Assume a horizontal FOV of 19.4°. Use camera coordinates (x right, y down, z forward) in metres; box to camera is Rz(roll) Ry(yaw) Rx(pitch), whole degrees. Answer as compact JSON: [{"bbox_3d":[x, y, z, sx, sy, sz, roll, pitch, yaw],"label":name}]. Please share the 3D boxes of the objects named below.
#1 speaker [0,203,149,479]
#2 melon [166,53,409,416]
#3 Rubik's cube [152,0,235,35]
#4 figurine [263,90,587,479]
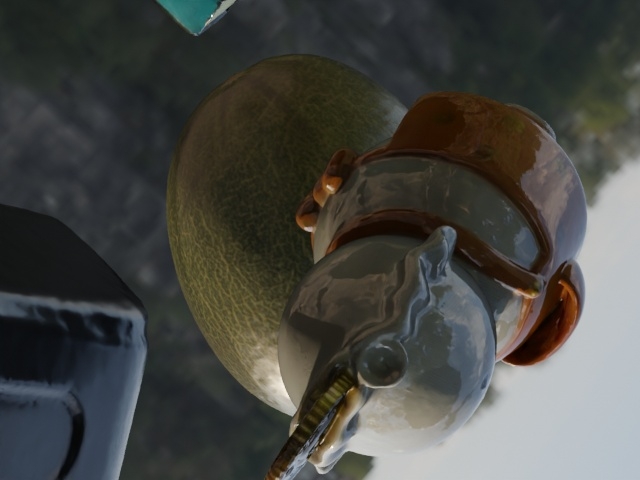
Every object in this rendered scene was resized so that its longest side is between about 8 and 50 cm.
[{"bbox_3d":[-0.162,0.072,0.744,0.388,0.184,0.180,14,89,-69],"label":"speaker"},{"bbox_3d":[0.000,0.000,1.492,0.237,0.302,0.237,-23,-166,6],"label":"melon"},{"bbox_3d":[-0.042,-0.222,0.906,0.155,0.151,0.154,-46,180,-41],"label":"Rubik's cube"},{"bbox_3d":[0.039,0.020,0.878,0.271,0.143,0.143,-32,169,-44],"label":"figurine"}]
